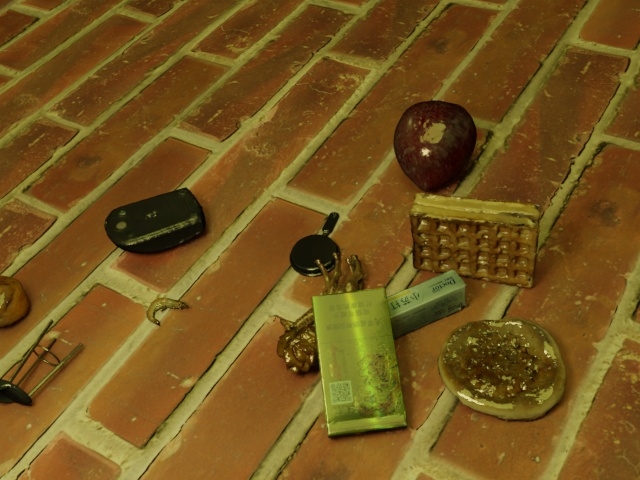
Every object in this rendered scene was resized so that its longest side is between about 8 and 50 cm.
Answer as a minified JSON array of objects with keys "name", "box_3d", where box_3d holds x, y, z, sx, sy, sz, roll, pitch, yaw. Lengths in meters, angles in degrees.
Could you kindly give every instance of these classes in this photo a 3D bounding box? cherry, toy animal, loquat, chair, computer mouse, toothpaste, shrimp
[{"name":"cherry","box_3d":[0.318,-0.272,2.013,0.230,0.203,0.300,6,63,13]},{"name":"toy animal","box_3d":[0.015,0.137,1.778,0.149,0.054,0.275,21,60,14]},{"name":"loquat","box_3d":[-0.821,0.160,1.856,0.113,0.137,0.137,0,47,4]},{"name":"chair","box_3d":[-0.681,0.308,1.721,0.095,0.104,0.221,28,53,10]},{"name":"computer mouse","box_3d":[-0.454,-0.039,1.995,0.269,0.100,0.170,-18,51,-14]},{"name":"toothpaste","box_3d":[0.196,0.172,1.695,0.313,0.089,0.071,-22,42,-10]},{"name":"shrimp","box_3d":[-0.391,0.182,1.832,0.114,0.023,0.083,2,51,19]}]

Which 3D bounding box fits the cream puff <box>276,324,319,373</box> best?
[{"name":"cream puff","box_3d":[-0.046,0.245,1.652,0.116,0.094,0.122,-40,12,-12]}]

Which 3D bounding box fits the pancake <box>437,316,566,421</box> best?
[{"name":"pancake","box_3d":[0.400,0.278,1.589,0.283,0.049,0.282,-7,45,7]}]

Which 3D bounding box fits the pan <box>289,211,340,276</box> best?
[{"name":"pan","box_3d":[0.000,0.000,1.928,0.136,0.028,0.235,10,50,18]}]

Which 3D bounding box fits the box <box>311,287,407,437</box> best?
[{"name":"box","box_3d":[0.081,0.265,1.581,0.173,0.043,0.311,-7,68,-1]}]

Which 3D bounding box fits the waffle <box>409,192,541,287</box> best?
[{"name":"waffle","box_3d":[0.371,-0.005,1.745,0.308,0.212,0.091,7,46,18]}]
